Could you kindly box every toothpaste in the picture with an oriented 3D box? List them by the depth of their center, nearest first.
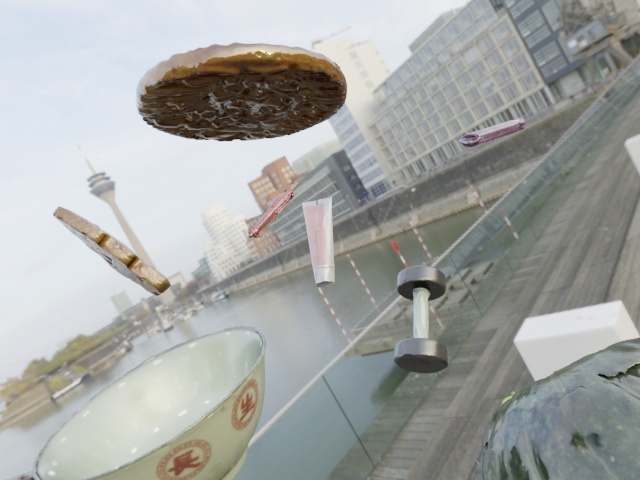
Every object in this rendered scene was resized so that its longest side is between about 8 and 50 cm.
[{"bbox_3d":[0.000,0.000,0.900,0.067,0.194,0.043,-12,-26,13],"label":"toothpaste"}]

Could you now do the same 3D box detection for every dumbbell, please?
[{"bbox_3d":[0.196,0.152,0.850,0.100,0.100,0.191,-27,42,42],"label":"dumbbell"}]

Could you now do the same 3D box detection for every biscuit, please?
[{"bbox_3d":[-0.067,-0.123,0.397,0.188,0.027,0.188,-7,-4,0],"label":"biscuit"},{"bbox_3d":[-0.466,0.026,0.992,0.278,0.301,0.043,14,60,41],"label":"biscuit"}]

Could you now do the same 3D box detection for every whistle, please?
[{"bbox_3d":[0.392,-0.244,0.988,0.177,0.033,0.033,-20,-1,-20],"label":"whistle"}]

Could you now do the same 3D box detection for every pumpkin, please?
[{"bbox_3d":[0.331,0.246,0.445,0.328,0.257,0.291,-5,-46,-24],"label":"pumpkin"}]

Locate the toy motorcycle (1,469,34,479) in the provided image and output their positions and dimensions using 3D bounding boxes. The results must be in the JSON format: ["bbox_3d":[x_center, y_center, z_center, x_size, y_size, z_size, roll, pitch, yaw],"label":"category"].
[{"bbox_3d":[-0.455,0.447,0.722,0.402,0.207,0.134,-2,-29,-5],"label":"toy motorcycle"}]

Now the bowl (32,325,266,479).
[{"bbox_3d":[-0.206,0.281,0.642,0.338,0.157,0.337,-22,11,4],"label":"bowl"}]

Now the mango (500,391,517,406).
[{"bbox_3d":[0.398,0.399,0.806,0.126,0.111,0.232,-19,50,33],"label":"mango"}]

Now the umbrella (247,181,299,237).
[{"bbox_3d":[-0.086,-0.059,0.827,0.025,0.027,0.165,-9,33,44],"label":"umbrella"}]
